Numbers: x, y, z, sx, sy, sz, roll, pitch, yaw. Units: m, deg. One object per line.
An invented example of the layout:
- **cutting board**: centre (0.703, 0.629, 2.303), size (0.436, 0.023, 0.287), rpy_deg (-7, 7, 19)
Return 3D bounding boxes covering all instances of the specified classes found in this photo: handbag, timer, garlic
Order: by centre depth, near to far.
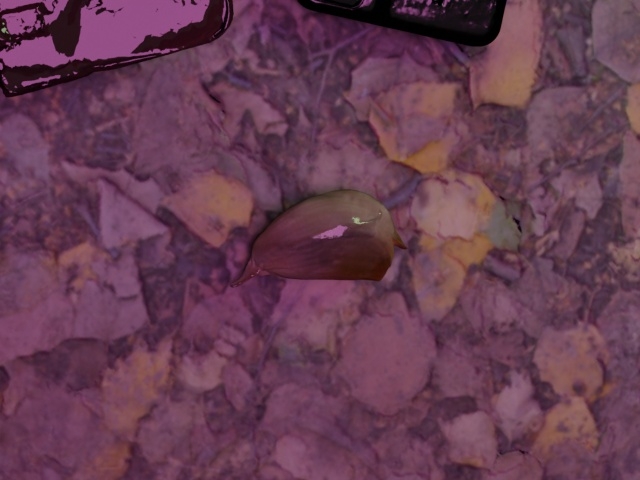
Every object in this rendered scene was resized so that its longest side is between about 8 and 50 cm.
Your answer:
- **handbag**: centre (-0.190, -0.235, 1.337), size (0.216, 0.074, 0.203), rpy_deg (-18, 104, -13)
- **timer**: centre (0.079, -0.250, 1.433), size (0.187, 0.055, 0.144), rpy_deg (10, 95, -20)
- **garlic**: centre (0.003, 0.000, 1.441), size (0.152, 0.066, 0.084), rpy_deg (-2, 101, -20)
